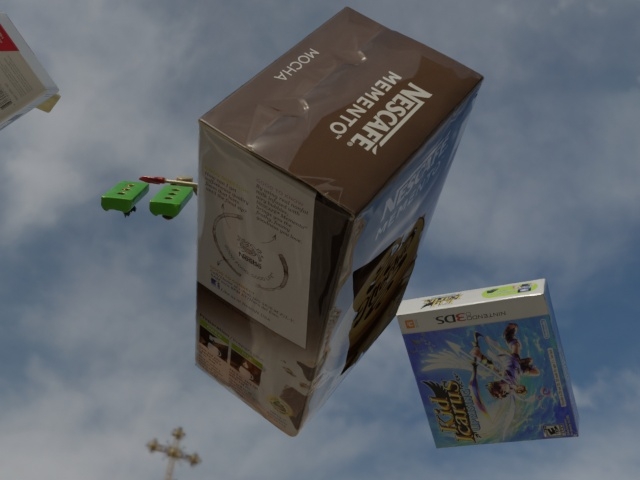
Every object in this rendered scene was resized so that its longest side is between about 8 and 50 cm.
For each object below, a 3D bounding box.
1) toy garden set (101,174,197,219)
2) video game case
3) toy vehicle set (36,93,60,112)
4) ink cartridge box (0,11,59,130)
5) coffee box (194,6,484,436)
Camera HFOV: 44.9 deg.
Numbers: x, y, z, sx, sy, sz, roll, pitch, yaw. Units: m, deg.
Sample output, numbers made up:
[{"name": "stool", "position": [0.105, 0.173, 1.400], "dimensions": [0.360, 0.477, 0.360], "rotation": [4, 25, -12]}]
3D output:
[{"name": "toy garden set", "position": [-0.183, -0.055, 1.176], "dimensions": [0.244, 0.204, 0.049], "rotation": [6, -74, 0]}, {"name": "video game case", "position": [0.279, 0.212, 1.289], "dimensions": [0.244, 0.061, 0.269], "rotation": [-11, -73, 23]}, {"name": "toy vehicle set", "position": [-0.534, -0.291, 1.158], "dimensions": [0.035, 0.166, 0.267], "rotation": [-50, -28, 10]}, {"name": "ink cartridge box", "position": [-0.394, -0.173, 0.874], "dimensions": [0.150, 0.063, 0.109], "rotation": [-33, -78, 2]}, {"name": "coffee box", "position": [0.000, 0.000, 0.597], "dimensions": [0.119, 0.168, 0.297], "rotation": [33, -36, 16]}]
